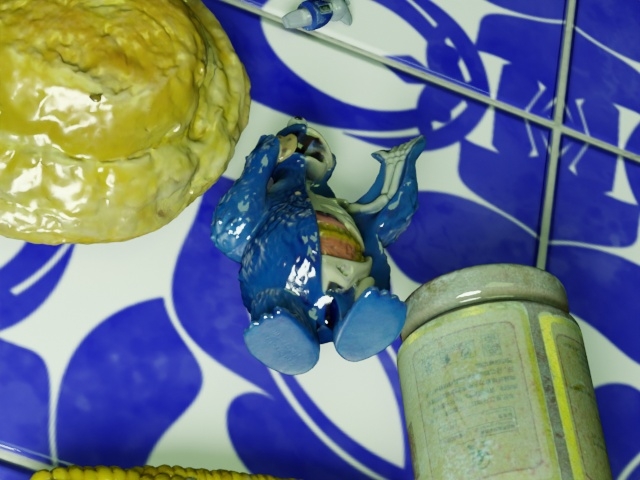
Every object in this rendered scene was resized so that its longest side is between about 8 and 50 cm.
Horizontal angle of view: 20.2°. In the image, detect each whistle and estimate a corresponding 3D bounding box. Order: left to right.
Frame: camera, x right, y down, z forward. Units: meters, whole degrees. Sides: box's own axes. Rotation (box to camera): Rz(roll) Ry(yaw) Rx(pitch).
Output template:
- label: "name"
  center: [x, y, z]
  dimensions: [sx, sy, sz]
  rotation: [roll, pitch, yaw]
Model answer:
- label: "whistle"
  center: [-0.002, -0.205, 1.636]
  dimensions: [0.083, 0.029, 0.033]
  rotation: [-21, 86, -40]

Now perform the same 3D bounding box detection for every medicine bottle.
- label: "medicine bottle"
  center: [0.148, 0.188, 1.378]
  dimensions: [0.151, 0.151, 0.322]
  rotation: [5, 58, -21]

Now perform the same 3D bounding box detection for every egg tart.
- label: "egg tart"
  center: [-0.198, -0.144, 1.448]
  dimensions: [0.319, 0.128, 0.319]
  rotation: [11, 55, -16]

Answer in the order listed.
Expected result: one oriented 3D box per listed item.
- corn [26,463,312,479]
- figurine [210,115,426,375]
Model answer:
- label: "corn"
  center: [-0.074, 0.213, 1.301]
  dimensions: [0.313, 0.102, 0.102]
  rotation: [5, 58, -25]
- label: "figurine"
  center: [-0.007, 0.004, 1.458]
  dimensions: [0.164, 0.120, 0.262]
  rotation: [9, 43, 1]
